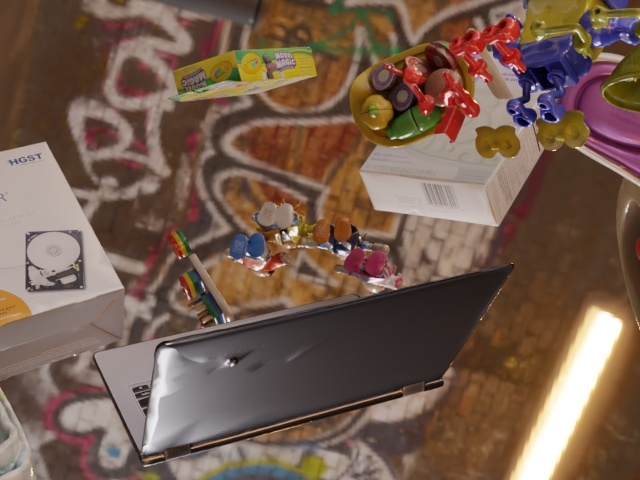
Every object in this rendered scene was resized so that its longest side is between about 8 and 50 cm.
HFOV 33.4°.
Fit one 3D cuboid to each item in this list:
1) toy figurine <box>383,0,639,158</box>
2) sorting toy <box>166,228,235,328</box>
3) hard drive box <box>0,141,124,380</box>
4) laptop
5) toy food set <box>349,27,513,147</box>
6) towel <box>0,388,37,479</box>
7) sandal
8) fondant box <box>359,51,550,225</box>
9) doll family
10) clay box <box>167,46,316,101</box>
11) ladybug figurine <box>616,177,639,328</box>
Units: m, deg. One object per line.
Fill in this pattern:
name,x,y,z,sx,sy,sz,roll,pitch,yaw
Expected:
toy figurine,0.272,-0.245,1.172,0.362,0.191,0.217,-6,-128,50
sorting toy,-0.182,0.117,1.749,0.274,0.046,0.132,54,-14,27
hard drive box,-0.332,0.021,1.112,0.232,0.181,0.089,54,-32,33
laptop,-0.048,0.091,1.244,0.408,0.382,0.236,-137,-139,-58
toy food set,0.138,-0.212,1.465,0.128,0.218,0.071,69,14,8
towel,-0.270,0.190,0.721,0.320,0.090,0.374,46,-42,47
sandal,0.465,-0.094,1.251,0.102,0.416,0.169,-57,164,-74
fondant box,0.248,-0.180,1.774,0.330,0.238,0.096,-54,137,-32
doll family,0.000,0.000,1.508,0.163,0.263,0.118,60,39,-75
clay box,-0.122,-0.254,1.621,0.222,0.127,0.053,-16,94,-54
ladybug figurine,0.642,0.052,1.863,0.305,0.162,0.449,85,0,-54
